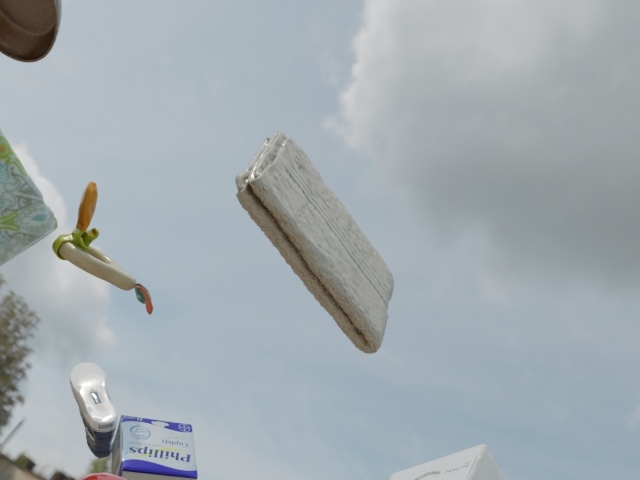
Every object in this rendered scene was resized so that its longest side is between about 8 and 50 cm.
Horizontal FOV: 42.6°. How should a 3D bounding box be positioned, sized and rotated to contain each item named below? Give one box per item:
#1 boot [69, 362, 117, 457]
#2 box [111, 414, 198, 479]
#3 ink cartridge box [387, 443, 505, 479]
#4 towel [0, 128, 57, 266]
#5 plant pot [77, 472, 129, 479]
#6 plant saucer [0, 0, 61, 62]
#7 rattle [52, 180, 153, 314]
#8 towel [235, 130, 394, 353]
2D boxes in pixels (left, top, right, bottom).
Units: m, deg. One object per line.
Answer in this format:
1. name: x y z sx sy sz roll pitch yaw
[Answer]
1. boot: -0.421 0.310 1.511 0.190 0.069 0.086 -130 -135 -52
2. box: -0.273 0.362 1.345 0.126 0.137 0.072 13 -67 -20
3. ink cartridge box: 0.223 0.512 1.326 0.198 0.197 0.270 -28 -88 29
4. towel: -0.668 -0.096 1.381 0.090 0.320 0.374 -1 -59 53
5. plant pot: -0.208 0.338 0.787 0.191 0.174 0.191 25 -37 21
6. plant saucer: -0.363 -0.305 0.946 0.199 0.036 0.198 23 -45 25
7. rattle: -0.343 0.016 1.411 0.200 0.142 0.130 29 -17 -3
8. towel: 0.000 0.000 1.060 0.049 0.187 0.282 -30 -74 23
